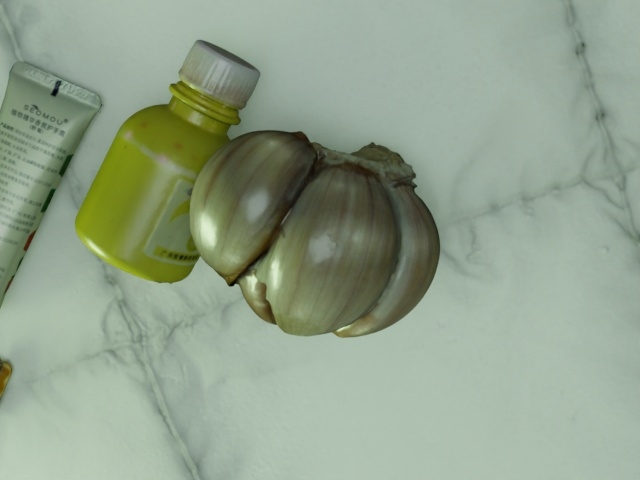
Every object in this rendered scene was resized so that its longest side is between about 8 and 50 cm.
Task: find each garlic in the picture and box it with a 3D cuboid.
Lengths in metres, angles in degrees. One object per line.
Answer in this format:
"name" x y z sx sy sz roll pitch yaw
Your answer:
"garlic" 0.000 0.000 0.981 0.160 0.214 0.191 24 100 41

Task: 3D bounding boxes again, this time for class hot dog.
"hot dog" -0.346 0.158 1.135 0.037 0.021 0.083 23 101 -25

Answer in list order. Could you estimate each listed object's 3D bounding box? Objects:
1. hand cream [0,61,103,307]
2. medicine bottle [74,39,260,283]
"hand cream" -0.307 -0.033 1.074 0.095 0.059 0.276 24 98 -2
"medicine bottle" -0.132 -0.077 1.019 0.122 0.122 0.212 28 102 -4
